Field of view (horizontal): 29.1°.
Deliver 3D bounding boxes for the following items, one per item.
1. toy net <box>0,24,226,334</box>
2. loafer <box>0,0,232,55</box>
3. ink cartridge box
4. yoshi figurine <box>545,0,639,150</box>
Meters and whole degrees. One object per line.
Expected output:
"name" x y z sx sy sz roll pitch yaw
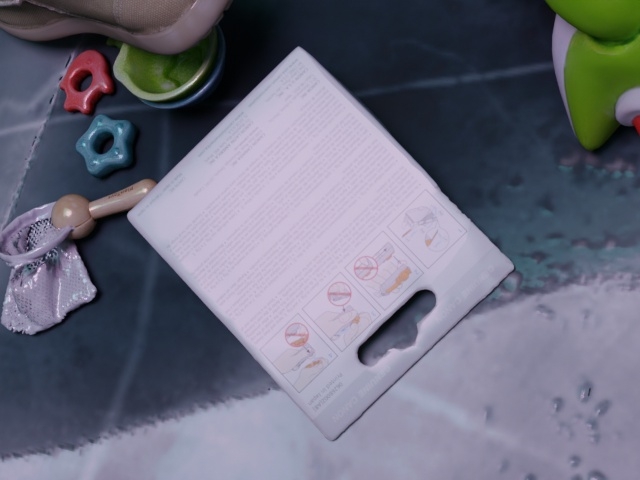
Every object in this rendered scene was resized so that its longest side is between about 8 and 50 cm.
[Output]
"toy net" -0.151 -0.053 0.776 0.122 0.045 0.232 31 87 28
"loafer" -0.155 -0.183 0.765 0.268 0.092 0.102 15 68 45
"ink cartridge box" 0.000 0.000 0.708 0.145 0.045 0.179 -44 80 3
"yoshi figurine" 0.226 -0.112 0.557 0.203 0.203 0.362 -41 64 -2
